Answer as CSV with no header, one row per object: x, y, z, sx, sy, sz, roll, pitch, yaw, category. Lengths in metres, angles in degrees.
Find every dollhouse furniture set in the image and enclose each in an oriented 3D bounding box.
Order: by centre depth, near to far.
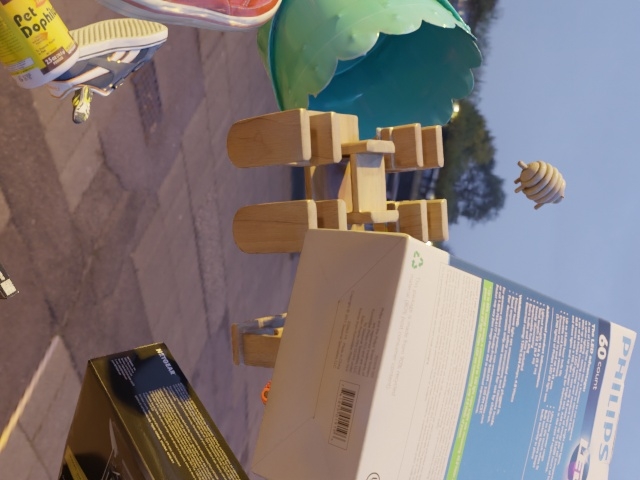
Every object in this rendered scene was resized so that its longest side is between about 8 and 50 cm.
0.000,0.000,0.725,0.212,0.161,0.241,-5,92,-49,dollhouse furniture set

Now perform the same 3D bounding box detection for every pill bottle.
-0.482,-0.355,1.157,0.215,0.117,0.117,61,32,-35,pill bottle

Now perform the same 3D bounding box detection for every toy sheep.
0.451,-0.119,1.523,0.091,0.132,0.091,-45,-156,27,toy sheep

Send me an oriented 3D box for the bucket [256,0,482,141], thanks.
0.056,-0.248,1.017,0.183,0.281,0.281,60,-13,26,bucket

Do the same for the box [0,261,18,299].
-0.427,0.036,0.944,0.018,0.067,0.083,-40,113,-40,box

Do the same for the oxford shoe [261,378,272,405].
0.010,0.250,1.240,0.271,0.097,0.098,-14,105,-47,oxford shoe

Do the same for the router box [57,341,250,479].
-0.133,0.286,0.657,0.081,0.309,0.242,-9,136,-40,router box

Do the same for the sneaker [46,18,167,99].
-0.473,-0.400,1.623,0.321,0.126,0.127,-30,140,-43,sneaker

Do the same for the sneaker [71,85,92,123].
-0.475,-0.266,1.463,0.031,0.035,0.083,41,52,-51,sneaker

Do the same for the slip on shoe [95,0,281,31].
-0.108,-0.266,0.687,0.101,0.123,0.331,-55,173,23,slip on shoe

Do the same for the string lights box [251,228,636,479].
0.093,0.091,0.446,0.260,0.077,0.133,21,79,-42,string lights box
